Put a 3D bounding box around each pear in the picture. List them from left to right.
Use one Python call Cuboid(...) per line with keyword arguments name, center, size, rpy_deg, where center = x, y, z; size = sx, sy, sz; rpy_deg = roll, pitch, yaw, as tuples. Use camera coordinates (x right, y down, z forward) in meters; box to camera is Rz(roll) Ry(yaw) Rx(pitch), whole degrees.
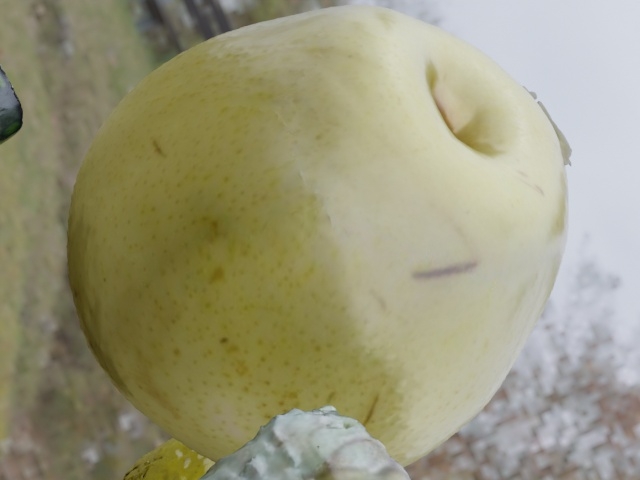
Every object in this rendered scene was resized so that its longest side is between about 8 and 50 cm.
Cuboid(name="pear", center=(0.000, 0.000, 1.199), size=(0.309, 0.309, 0.309), rpy_deg=(158, -90, -84))

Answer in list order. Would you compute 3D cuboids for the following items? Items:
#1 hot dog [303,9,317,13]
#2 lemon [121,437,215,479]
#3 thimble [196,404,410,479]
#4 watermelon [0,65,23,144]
Cuboid(name="hot dog", center=(0.053, -0.124, 1.770), size=(0.269, 0.109, 0.072), rpy_deg=(30, -11, -40))
Cuboid(name="lemon", center=(-0.071, 0.284, 1.767), size=(0.267, 0.267, 0.267), rpy_deg=(158, -90, -84))
Cuboid(name="thimble", center=(-0.009, 0.176, 0.888), size=(0.190, 0.143, 0.137), rpy_deg=(57, -16, -10))
Cuboid(name="watermelon", center=(-0.191, -0.090, 0.905), size=(0.245, 0.063, 0.119), rpy_deg=(-148, -142, -70))
